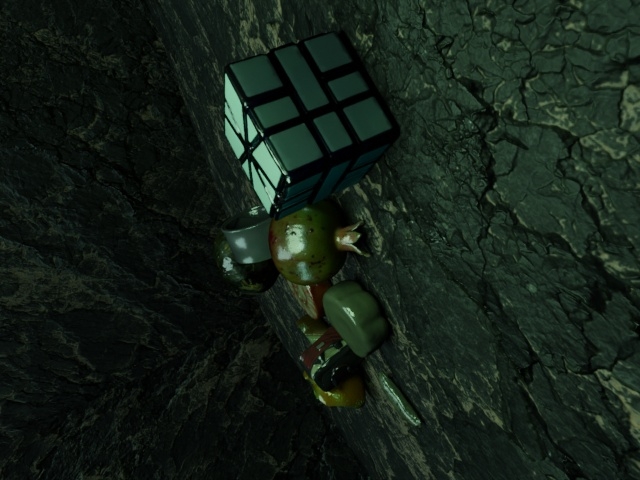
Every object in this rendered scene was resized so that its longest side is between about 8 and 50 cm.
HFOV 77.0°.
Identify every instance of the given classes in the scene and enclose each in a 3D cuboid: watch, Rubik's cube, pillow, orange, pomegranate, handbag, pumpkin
[{"bbox_3d":[-0.235,-0.048,1.668,0.335,0.327,0.313,30,141,61],"label":"watch"},{"bbox_3d":[-0.042,-0.253,0.940,0.293,0.284,0.288,60,161,4],"label":"Rubik's cube"},{"bbox_3d":[0.292,0.604,1.508,0.241,0.051,0.093,48,156,36],"label":"pillow"},{"bbox_3d":[0.070,0.658,1.882,0.334,0.263,0.196,-135,58,-63],"label":"orange"},{"bbox_3d":[-0.005,-0.014,1.288,0.291,0.324,0.290,-21,-90,-76],"label":"pomegranate"},{"bbox_3d":[0.050,0.505,1.733,0.181,0.254,0.181,34,160,55],"label":"handbag"},{"bbox_3d":[-0.413,0.092,2.266,0.454,0.344,0.454,56,-178,-3],"label":"pumpkin"}]

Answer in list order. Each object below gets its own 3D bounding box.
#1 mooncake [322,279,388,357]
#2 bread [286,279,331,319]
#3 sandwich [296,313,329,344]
[{"bbox_3d":[0.125,0.267,1.402,0.275,0.135,0.275,50,158,29],"label":"mooncake"},{"bbox_3d":[-0.048,0.209,1.827,0.328,0.114,0.295,22,134,62],"label":"bread"},{"bbox_3d":[-0.012,0.478,2.068,0.236,0.128,0.122,34,153,58],"label":"sandwich"}]
